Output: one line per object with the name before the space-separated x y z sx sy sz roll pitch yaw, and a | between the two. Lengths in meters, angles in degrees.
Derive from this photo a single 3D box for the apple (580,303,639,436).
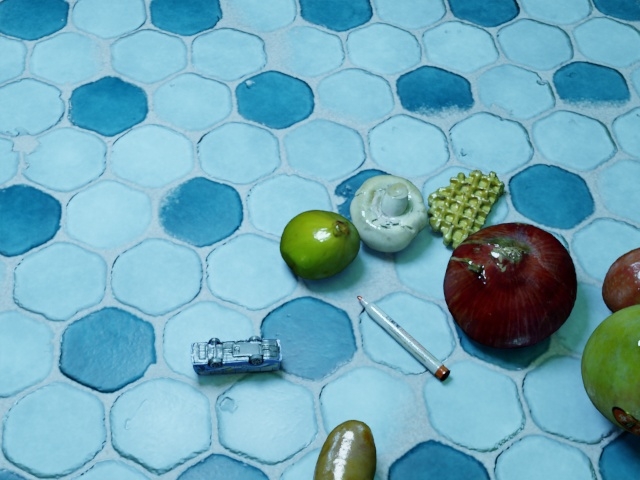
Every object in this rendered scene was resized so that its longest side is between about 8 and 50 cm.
apple | 0.551 0.205 1.449 0.260 0.194 0.261 -2 20 1

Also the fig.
fig | 0.000 0.006 1.654 0.152 0.121 0.136 -13 58 17

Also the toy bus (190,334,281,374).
toy bus | -0.143 0.198 1.540 0.153 0.061 0.051 -3 53 -6

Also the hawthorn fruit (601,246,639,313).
hawthorn fruit | 0.581 0.068 1.574 0.162 0.203 0.163 0 57 0

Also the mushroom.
mushroom | 0.130 -0.054 1.696 0.154 0.122 0.154 5 55 -8

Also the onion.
onion | 0.339 0.074 1.600 0.248 0.161 0.248 3 73 -11

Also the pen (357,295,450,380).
pen | 0.142 0.167 1.596 0.026 0.026 0.218 -36 63 -25

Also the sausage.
sausage | 0.036 0.404 1.379 0.108 0.109 0.271 5 55 1

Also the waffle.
waffle | 0.292 -0.062 1.754 0.192 0.046 0.161 -24 56 -18
